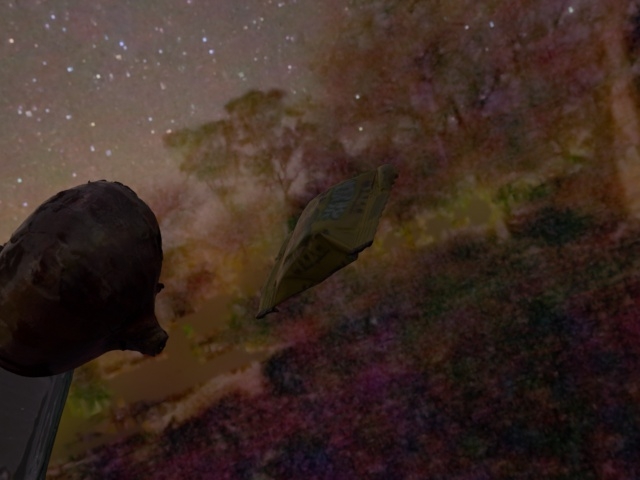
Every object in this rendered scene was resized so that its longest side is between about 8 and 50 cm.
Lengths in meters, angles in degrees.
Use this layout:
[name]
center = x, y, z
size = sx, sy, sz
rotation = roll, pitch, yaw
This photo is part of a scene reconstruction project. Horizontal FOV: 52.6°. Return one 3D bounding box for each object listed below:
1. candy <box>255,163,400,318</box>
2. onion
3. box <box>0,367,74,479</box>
[candy]
center = 0.000, 0.000, 0.979
size = 0.297, 0.081, 0.187
rotation = -33, 29, 43
[onion]
center = -0.198, 0.049, 0.491
size = 0.206, 0.151, 0.098
rotation = -50, -7, 35
[box]
center = -0.403, 0.203, 0.735
size = 0.264, 0.106, 0.337
rotation = -34, 35, 19
